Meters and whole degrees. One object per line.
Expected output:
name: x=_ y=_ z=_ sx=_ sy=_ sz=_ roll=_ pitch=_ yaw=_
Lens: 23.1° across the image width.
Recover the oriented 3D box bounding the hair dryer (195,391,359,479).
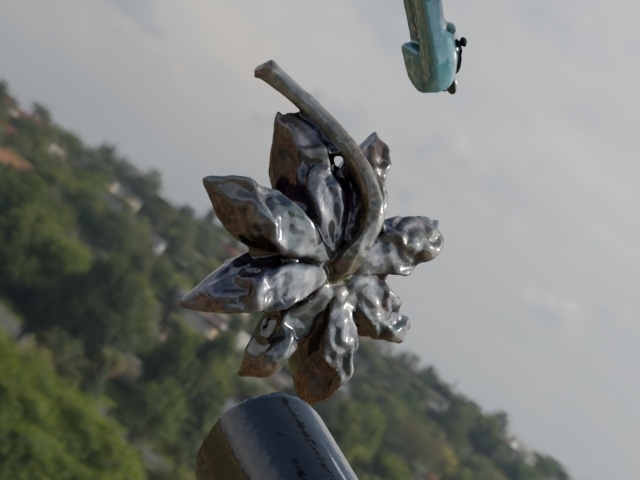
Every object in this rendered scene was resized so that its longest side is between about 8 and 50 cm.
hair dryer: x=0.024 y=0.192 z=0.789 sx=0.248 sy=0.070 sz=0.114 roll=60 pitch=-3 yaw=-37

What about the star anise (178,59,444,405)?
star anise: x=-0.001 y=0.000 z=1.129 sx=0.230 sy=0.263 sz=0.081 roll=-13 pitch=16 yaw=-28

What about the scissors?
scissors: x=0.021 y=-0.263 z=0.765 sx=0.032 sy=0.393 sz=0.180 roll=-10 pitch=1 yaw=-17
